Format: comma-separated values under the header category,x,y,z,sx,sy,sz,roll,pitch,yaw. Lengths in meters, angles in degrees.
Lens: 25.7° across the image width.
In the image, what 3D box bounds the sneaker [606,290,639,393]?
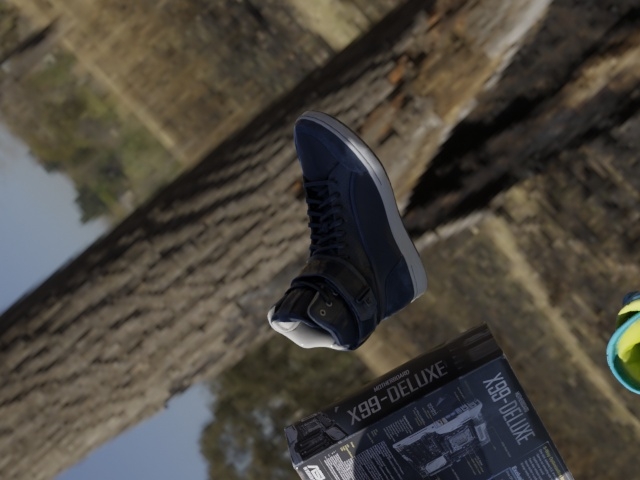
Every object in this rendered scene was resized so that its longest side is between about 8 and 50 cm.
category,x,y,z,sx,sy,sz,roll,pitch,yaw
sneaker,0.353,0.086,1.273,0.127,0.208,0.319,62,178,23

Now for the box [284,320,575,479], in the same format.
category,x,y,z,sx,sy,sz,roll,pitch,yaw
box,0.141,0.268,1.480,0.307,0.242,0.076,58,-175,-26

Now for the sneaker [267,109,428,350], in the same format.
category,x,y,z,sx,sy,sz,roll,pitch,yaw
sneaker,0.001,0.000,1.365,0.086,0.163,0.226,-8,115,54
